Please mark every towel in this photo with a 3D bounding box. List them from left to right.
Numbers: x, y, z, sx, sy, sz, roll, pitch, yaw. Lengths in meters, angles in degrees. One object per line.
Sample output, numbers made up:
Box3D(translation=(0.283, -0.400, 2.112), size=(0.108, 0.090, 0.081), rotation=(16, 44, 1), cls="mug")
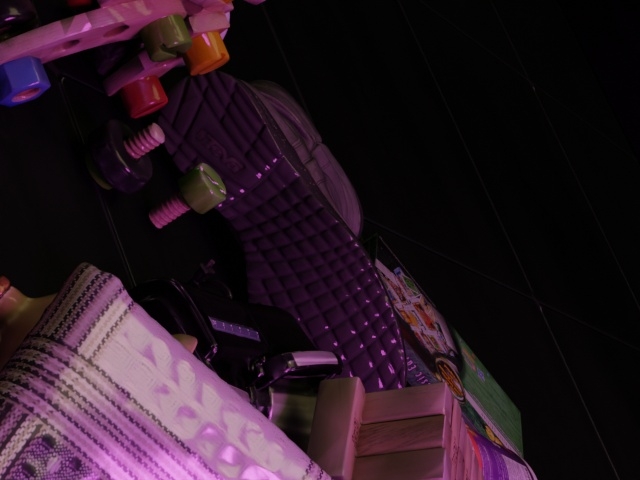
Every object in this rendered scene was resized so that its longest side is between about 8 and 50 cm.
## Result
Box3D(translation=(-0.083, 0.226, 0.940), size=(0.324, 0.056, 0.312), rotation=(47, 54, -21), cls="towel")

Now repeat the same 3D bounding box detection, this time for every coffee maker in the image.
Box3D(translation=(-0.089, 0.088, 1.320), size=(0.171, 0.120, 0.178), rotation=(35, 6, 28), cls="coffee maker")

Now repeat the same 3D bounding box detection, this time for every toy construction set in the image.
Box3D(translation=(-0.130, -0.224, 1.459), size=(0.257, 0.237, 0.308), rotation=(34, 31, -50), cls="toy construction set")

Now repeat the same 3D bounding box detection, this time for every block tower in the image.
Box3D(translation=(0.085, 0.239, 1.361), size=(0.091, 0.097, 0.335), rotation=(-81, 155, -47), cls="block tower")

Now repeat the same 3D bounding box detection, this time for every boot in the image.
Box3D(translation=(0.000, 0.000, 1.649), size=(0.338, 0.118, 0.223), rotation=(66, 15, 7), cls="boot")

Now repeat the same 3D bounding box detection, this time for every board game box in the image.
Box3D(translation=(0.118, 0.123, 1.876), size=(0.259, 0.030, 0.136), rotation=(51, 18, -21), cls="board game box")

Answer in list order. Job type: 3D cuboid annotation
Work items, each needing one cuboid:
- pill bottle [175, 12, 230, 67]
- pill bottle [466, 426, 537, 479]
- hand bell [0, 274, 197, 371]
Box3D(translation=(-0.136, -0.242, 1.677), size=(0.103, 0.103, 0.184), rotation=(44, 24, -36), cls="pill bottle")
Box3D(translation=(0.121, 0.216, 1.619), size=(0.193, 0.108, 0.108), rotation=(32, 32, -53), cls="pill bottle")
Box3D(translation=(-0.205, 0.027, 1.153), size=(0.242, 0.126, 0.126), rotation=(42, 22, -8), cls="hand bell")
